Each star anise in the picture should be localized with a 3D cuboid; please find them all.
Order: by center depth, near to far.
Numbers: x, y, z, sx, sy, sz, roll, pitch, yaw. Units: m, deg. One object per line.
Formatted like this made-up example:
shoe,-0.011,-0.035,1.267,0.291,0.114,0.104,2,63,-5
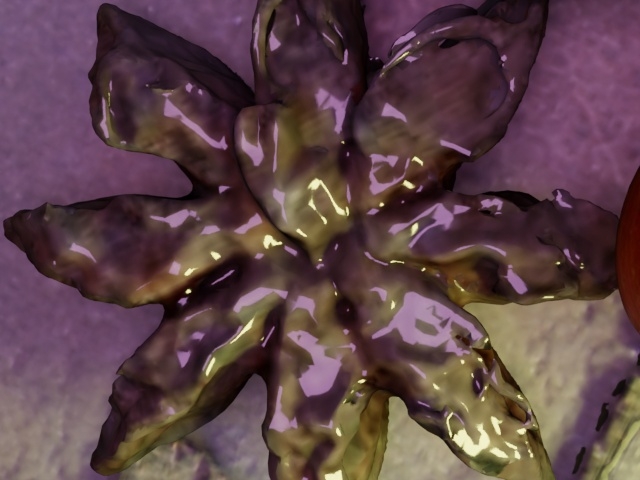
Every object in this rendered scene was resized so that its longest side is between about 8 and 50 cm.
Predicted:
star anise,-0.002,0.001,0.910,0.331,0.117,0.332,0,88,12

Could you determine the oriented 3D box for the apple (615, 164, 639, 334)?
apple,0.262,0.007,0.797,0.241,0.242,0.242,-38,86,5
